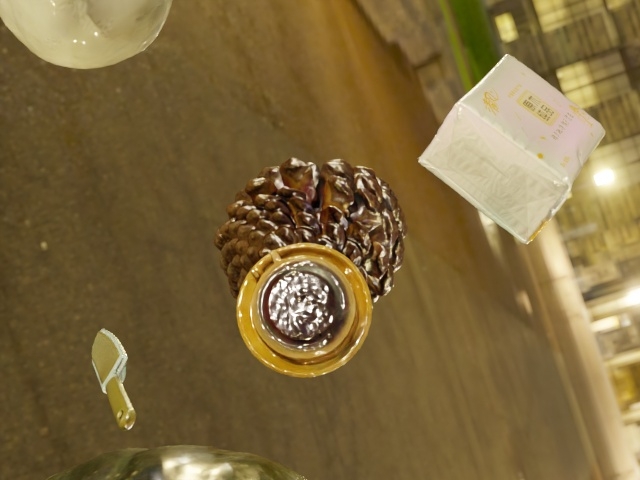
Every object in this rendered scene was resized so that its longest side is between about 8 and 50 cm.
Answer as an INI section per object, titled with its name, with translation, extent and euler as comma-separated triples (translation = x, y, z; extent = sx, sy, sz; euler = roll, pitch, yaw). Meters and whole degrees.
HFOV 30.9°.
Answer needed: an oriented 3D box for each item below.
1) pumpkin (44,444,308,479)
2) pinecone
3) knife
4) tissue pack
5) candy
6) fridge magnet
[pumpkin]
translation = -0.124, 0.401, 1.046
extent = 0.344, 0.454, 0.454
euler = 1, 70, -79
[pinecone]
translation = -0.001, -0.003, 1.550
extent = 0.292, 0.246, 0.246
euler = -34, 106, -59
[knife]
translation = -0.289, 0.187, 1.641
extent = 0.027, 0.061, 0.343
euler = 29, 2, -22
[tissue pack]
translation = 0.265, -0.129, 1.560
extent = 0.185, 0.124, 0.225
euler = 37, 34, 6
[candy]
translation = -0.283, -0.342, 1.338
extent = 0.295, 0.185, 0.295
euler = -4, 95, -57
[fridge magnet]
translation = -0.017, 0.072, 1.209
extent = 0.063, 0.143, 0.143
euler = 81, -7, -77
